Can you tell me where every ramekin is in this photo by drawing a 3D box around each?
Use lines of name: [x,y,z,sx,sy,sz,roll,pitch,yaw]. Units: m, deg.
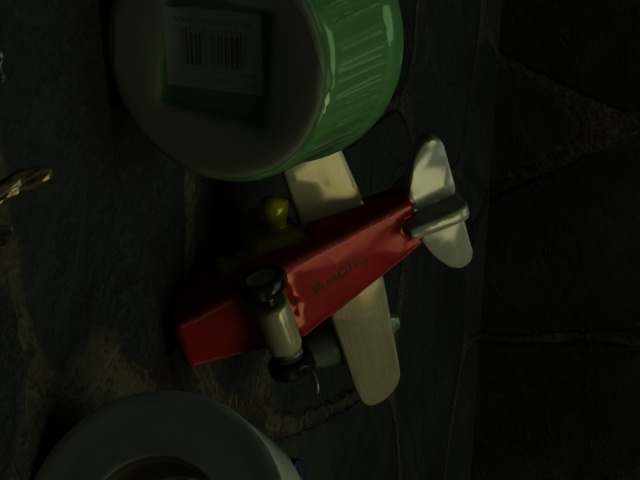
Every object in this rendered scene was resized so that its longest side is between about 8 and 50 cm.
ramekin: [-0.078,-0.209,1.610,0.148,0.303,0.303,-37,130,-57]

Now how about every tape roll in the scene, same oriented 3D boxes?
tape roll: [-0.151,0.298,1.519,0.100,0.286,0.286,54,44,-65]

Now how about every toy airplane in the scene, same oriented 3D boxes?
toy airplane: [0.000,0.000,1.938,0.384,0.272,0.386,18,91,-40]

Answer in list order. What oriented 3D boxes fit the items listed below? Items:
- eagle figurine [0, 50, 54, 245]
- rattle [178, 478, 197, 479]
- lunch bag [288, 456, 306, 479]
eagle figurine: [-0.330,-0.061,1.052,0.298,0.225,0.226,84,28,-61]
rattle: [-0.233,0.308,1.658,0.200,0.130,0.143,-45,113,-5]
lunch bag: [-0.055,0.360,2.189,0.067,0.065,0.098,30,65,-70]
